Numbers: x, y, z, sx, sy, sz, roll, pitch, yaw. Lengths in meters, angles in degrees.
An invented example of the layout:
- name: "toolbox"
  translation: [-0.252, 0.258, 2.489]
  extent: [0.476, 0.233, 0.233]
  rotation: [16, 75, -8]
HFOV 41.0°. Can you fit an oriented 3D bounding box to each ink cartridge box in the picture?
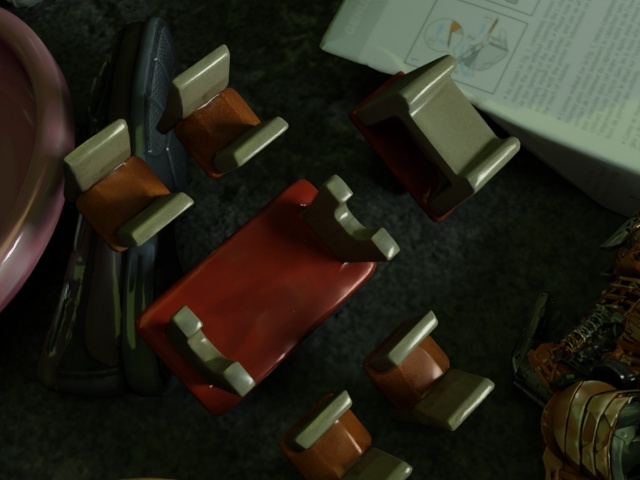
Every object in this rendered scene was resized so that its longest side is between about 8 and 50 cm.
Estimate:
- name: "ink cartridge box"
  translation: [0.238, -0.187, 0.670]
  extent: [0.385, 0.091, 0.308]
  rotation: [24, 76, 15]

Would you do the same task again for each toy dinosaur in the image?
- name: "toy dinosaur"
  translation: [0.213, 0.129, 0.525]
  extent: [0.218, 0.164, 0.322]
  rotation: [15, 83, 26]

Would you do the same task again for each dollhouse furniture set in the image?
- name: "dollhouse furniture set"
  translation: [0.000, 0.000, 0.567]
  extent: [0.259, 0.135, 0.262]
  rotation: [-41, 95, -19]

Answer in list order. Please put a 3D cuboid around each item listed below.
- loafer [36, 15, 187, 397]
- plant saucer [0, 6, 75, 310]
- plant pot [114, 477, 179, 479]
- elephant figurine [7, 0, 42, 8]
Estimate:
- name: "loafer"
  translation: [-0.153, -0.034, 0.625]
  extent: [0.095, 0.109, 0.303]
  rotation: [-6, 66, 5]
- name: "plant saucer"
  translation: [-0.321, -0.028, 0.616]
  extent: [0.332, 0.084, 0.332]
  rotation: [-6, 62, 12]
- name: "plant pot"
  translation: [-0.077, 0.241, 0.431]
  extent: [0.205, 0.188, 0.205]
  rotation: [-1, 64, 2]
- name: "elephant figurine"
  translation: [-0.342, -0.258, 0.683]
  extent: [0.239, 0.186, 0.169]
  rotation: [-31, 81, -42]
